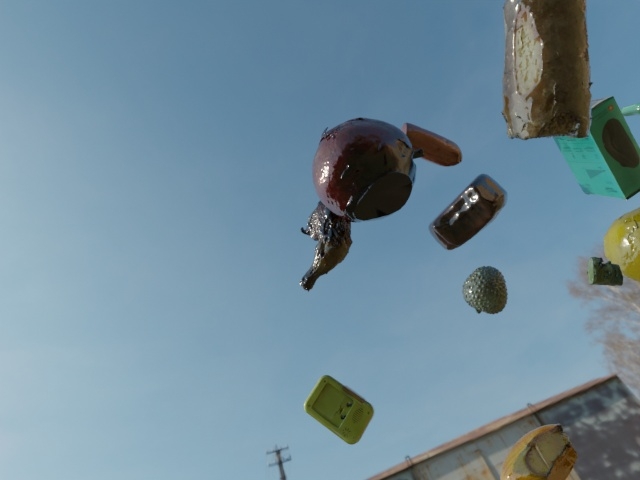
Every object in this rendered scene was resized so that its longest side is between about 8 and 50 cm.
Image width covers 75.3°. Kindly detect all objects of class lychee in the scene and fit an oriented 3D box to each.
[{"bbox_3d":[0.923,0.281,2.311,0.255,0.255,0.275,17,-80,-34],"label":"lychee"}]

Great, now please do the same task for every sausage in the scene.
[{"bbox_3d":[0.423,-0.358,1.589,0.259,0.114,0.114,21,-57,-10],"label":"sausage"}]

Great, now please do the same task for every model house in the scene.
[{"bbox_3d":[0.825,0.090,1.198,0.083,0.079,0.066,1,-14,20],"label":"model house"}]

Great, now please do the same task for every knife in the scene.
[{"bbox_3d":[1.092,-0.465,1.529,0.063,0.260,0.035,13,-86,-16],"label":"knife"}]

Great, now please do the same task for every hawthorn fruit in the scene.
[{"bbox_3d":[0.116,-0.187,1.144,0.315,0.316,0.316,-12,-46,-13],"label":"hawthorn fruit"}]

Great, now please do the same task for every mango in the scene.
[{"bbox_3d":[0.641,0.656,1.227,0.252,0.154,0.126,-37,-72,-3],"label":"mango"}]

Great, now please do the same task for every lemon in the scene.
[{"bbox_3d":[1.081,0.015,1.365,0.260,0.284,0.261,0,-87,3],"label":"lemon"}]

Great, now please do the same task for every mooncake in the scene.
[{"bbox_3d":[0.598,-0.111,1.664,0.326,0.174,0.334,-43,-7,0],"label":"mooncake"}]

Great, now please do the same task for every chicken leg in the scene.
[{"bbox_3d":[0.011,0.001,1.333,0.177,0.323,0.083,-10,-20,26],"label":"chicken leg"}]

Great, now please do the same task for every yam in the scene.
[{"bbox_3d":[0.351,-0.273,0.651,0.129,0.128,0.239,-16,-78,-33],"label":"yam"}]

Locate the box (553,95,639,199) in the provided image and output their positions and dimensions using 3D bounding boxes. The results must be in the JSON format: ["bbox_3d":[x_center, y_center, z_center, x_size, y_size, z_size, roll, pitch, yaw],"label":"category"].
[{"bbox_3d":[0.895,-0.296,1.340,0.118,0.205,0.311,-35,-79,6],"label":"box"}]

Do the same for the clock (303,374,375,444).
[{"bbox_3d":[0.062,0.538,1.329,0.143,0.202,0.096,-54,-22,-15],"label":"clock"}]
